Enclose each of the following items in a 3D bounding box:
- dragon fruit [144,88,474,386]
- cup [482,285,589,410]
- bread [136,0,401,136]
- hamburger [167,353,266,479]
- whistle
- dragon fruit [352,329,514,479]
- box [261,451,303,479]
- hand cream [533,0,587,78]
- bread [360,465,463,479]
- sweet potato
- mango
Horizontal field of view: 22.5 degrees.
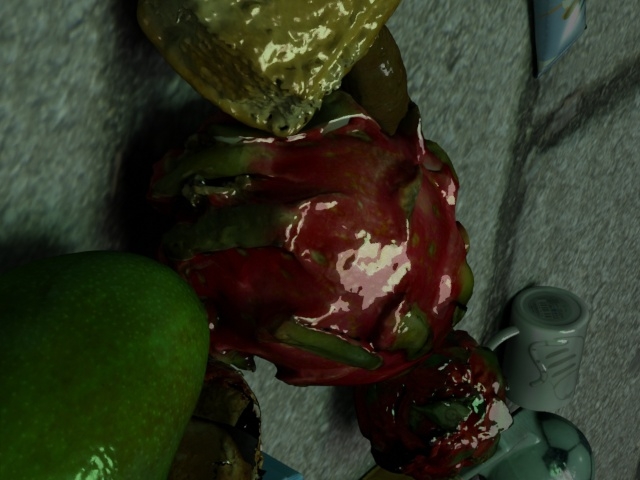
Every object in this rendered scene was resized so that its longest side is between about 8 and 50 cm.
[{"bbox_3d":[-0.009,0.002,1.318,0.302,0.237,0.231,15,76,-43],"label":"dragon fruit"},{"bbox_3d":[0.271,0.144,2.019,0.136,0.099,0.133,-34,141,-43],"label":"cup"},{"bbox_3d":[-0.015,-0.207,1.194,0.174,0.121,0.245,40,69,-22],"label":"bread"},{"bbox_3d":[-0.141,0.185,1.251,0.231,0.231,0.107,-53,152,-19],"label":"hamburger"},{"bbox_3d":[0.264,0.297,2.043,0.289,0.163,0.164,-15,126,-67],"label":"whistle"},{"bbox_3d":[0.120,0.172,1.727,0.188,0.182,0.182,34,83,-52],"label":"dragon fruit"},{"bbox_3d":[-0.111,0.286,1.458,0.083,0.142,0.232,-25,133,-48],"label":"box"},{"bbox_3d":[0.252,-0.273,1.711,0.088,0.055,0.256,-48,155,-18],"label":"hand cream"},{"bbox_3d":[0.097,0.390,1.916,0.152,0.119,0.288,-31,138,-39],"label":"bread"},{"bbox_3d":[0.050,-0.147,1.462,0.067,0.067,0.274,-58,156,-11],"label":"sweet potato"},{"bbox_3d":[-0.212,0.160,1.117,0.382,0.225,0.201,-49,175,-27],"label":"mango"}]
